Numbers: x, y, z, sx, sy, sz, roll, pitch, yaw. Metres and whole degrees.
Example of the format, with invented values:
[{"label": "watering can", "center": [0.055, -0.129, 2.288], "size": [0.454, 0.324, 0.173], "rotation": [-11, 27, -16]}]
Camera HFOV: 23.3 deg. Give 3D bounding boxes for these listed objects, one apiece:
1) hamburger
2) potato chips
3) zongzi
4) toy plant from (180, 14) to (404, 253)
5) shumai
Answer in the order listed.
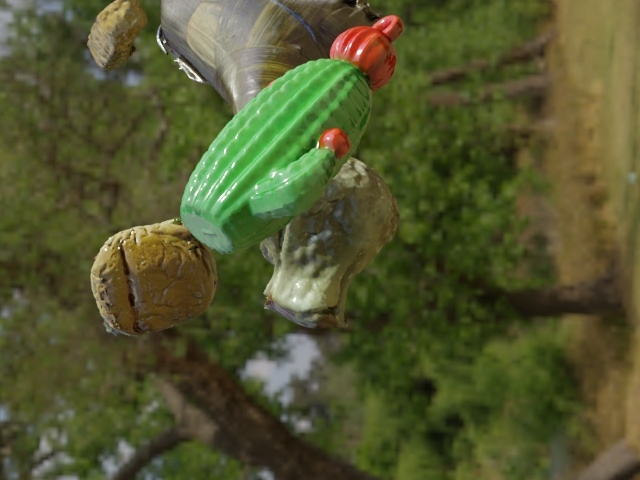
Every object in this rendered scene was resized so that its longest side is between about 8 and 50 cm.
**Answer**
[{"label": "hamburger", "center": [-0.252, 0.061, 2.424], "size": [0.130, 0.206, 0.183], "rotation": [44, 146, 49]}, {"label": "potato chips", "center": [-0.279, -0.271, 2.101], "size": [0.057, 0.080, 0.407], "rotation": [49, 175, -7]}, {"label": "zongzi", "center": [-0.156, -0.281, 2.479], "size": [0.432, 0.403, 0.207], "rotation": [-45, -35, -45]}, {"label": "toy plant", "center": [-0.026, -0.087, 1.240], "size": [0.088, 0.155, 0.240], "rotation": [50, -138, -27]}, {"label": "shumai", "center": [0.000, 0.000, 2.305], "size": [0.260, 0.225, 0.222], "rotation": [73, -161, -48]}]
